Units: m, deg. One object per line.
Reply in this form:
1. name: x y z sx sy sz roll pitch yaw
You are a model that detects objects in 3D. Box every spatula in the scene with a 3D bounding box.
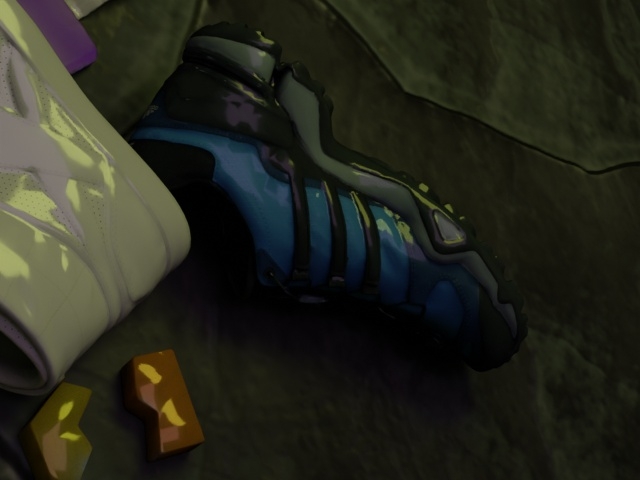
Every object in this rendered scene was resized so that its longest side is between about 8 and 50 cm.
1. spatula: -0.125 -0.181 1.067 0.296 0.030 0.084 -36 89 -42

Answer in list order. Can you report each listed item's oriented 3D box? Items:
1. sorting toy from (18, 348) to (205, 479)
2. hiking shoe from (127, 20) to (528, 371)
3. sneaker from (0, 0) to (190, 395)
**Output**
1. sorting toy: -0.092 0.213 0.868 0.229 0.041 0.307 -10 72 -38
2. hiking shoe: 0.000 0.000 1.026 0.304 0.113 0.132 41 77 -14
3. sneaker: -0.218 -0.048 0.880 0.292 0.108 0.169 45 46 -7
